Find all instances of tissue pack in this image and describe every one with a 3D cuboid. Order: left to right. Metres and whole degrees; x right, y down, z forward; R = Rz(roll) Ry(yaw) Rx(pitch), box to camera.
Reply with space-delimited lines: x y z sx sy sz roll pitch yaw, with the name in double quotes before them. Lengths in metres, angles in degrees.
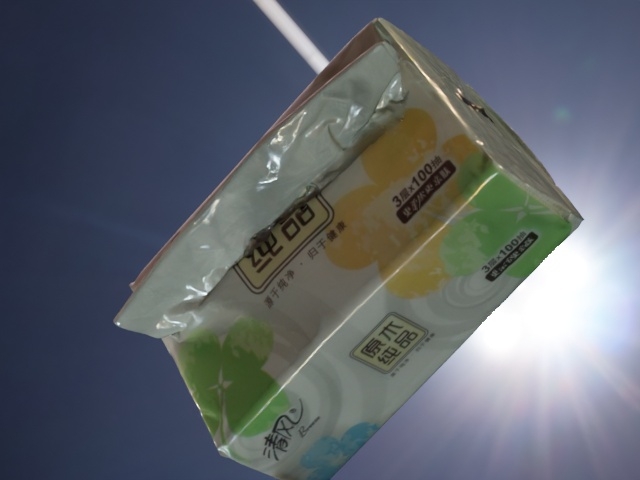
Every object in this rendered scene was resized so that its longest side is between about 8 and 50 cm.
"tissue pack" 0.000 0.000 0.858 0.229 0.145 0.159 -47 -132 15
